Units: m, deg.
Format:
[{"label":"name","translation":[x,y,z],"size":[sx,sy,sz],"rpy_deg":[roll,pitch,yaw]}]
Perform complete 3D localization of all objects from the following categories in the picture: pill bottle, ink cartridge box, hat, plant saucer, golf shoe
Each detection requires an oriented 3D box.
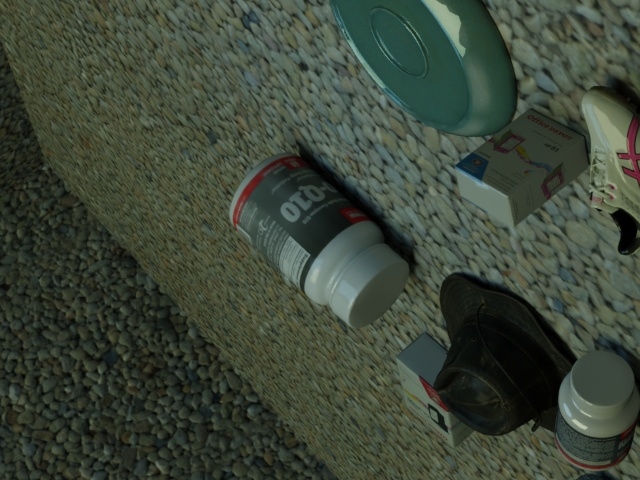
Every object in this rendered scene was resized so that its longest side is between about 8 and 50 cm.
[{"label":"pill bottle","translation":[0.367,0.223,1.816],"size":[0.108,0.108,0.180],"rpy_deg":[42,161,27]},{"label":"ink cartridge box","translation":[0.205,0.261,2.366],"size":[0.127,0.072,0.175],"rpy_deg":[39,159,32]},{"label":"pill bottle","translation":[0.000,0.000,2.204],"size":[0.283,0.161,0.161],"rpy_deg":[42,161,27]},{"label":"hat","translation":[0.252,0.207,2.038],"size":[0.331,0.134,0.331],"rpy_deg":[44,162,18]},{"label":"plant saucer","translation":[0.105,-0.245,1.635],"size":[0.317,0.044,0.317],"rpy_deg":[44,162,18]},{"label":"golf shoe","translation":[0.308,-0.070,1.403],"size":[0.186,0.086,0.067],"rpy_deg":[59,163,-21]},{"label":"ink cartridge box","translation":[0.224,-0.083,1.528],"size":[0.088,0.122,0.052],"rpy_deg":[35,153,41]}]

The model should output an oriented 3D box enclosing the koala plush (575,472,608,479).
[{"label":"koala plush","translation":[0.455,0.493,2.045],"size":[0.203,0.196,0.221],"rpy_deg":[46,166,-25]}]
